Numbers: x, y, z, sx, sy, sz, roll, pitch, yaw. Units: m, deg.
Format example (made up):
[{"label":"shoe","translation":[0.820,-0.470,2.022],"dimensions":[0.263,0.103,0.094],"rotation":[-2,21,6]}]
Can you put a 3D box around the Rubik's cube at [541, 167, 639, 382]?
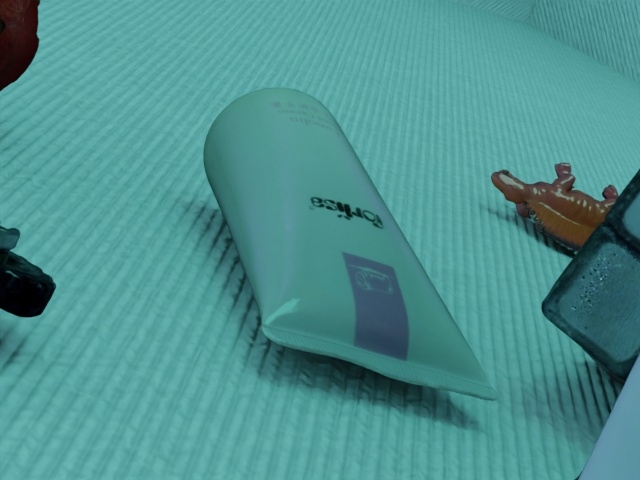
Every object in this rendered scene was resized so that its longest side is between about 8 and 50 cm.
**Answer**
[{"label":"Rubik's cube","translation":[0.432,0.022,1.243],"dimensions":[0.337,0.344,0.344],"rotation":[41,17,20]}]

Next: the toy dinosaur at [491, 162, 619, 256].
[{"label":"toy dinosaur","translation":[0.316,-0.007,1.817],"dimensions":[0.286,0.070,0.139],"rotation":[22,25,-14]}]

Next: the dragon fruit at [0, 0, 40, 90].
[{"label":"dragon fruit","translation":[-0.308,-0.183,1.289],"dimensions":[0.172,0.172,0.209],"rotation":[34,23,34]}]

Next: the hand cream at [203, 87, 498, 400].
[{"label":"hand cream","translation":[0.000,0.000,1.248],"dimensions":[0.185,0.118,0.359],"rotation":[19,21,-26]}]

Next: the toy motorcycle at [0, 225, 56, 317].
[{"label":"toy motorcycle","translation":[-0.281,-0.022,0.919],"dimensions":[0.270,0.106,0.159],"rotation":[28,10,2]}]

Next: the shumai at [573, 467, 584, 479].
[{"label":"shumai","translation":[0.197,0.161,0.964],"dimensions":[0.139,0.123,0.105],"rotation":[-5,18,-34]}]

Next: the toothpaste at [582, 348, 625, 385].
[{"label":"toothpaste","translation":[0.298,0.133,1.345],"dimensions":[0.194,0.043,0.067],"rotation":[40,18,33]}]

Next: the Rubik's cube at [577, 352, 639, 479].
[{"label":"Rubik's cube","translation":[0.316,0.168,0.724],"dimensions":[0.321,0.319,0.316],"rotation":[20,15,-15]}]
